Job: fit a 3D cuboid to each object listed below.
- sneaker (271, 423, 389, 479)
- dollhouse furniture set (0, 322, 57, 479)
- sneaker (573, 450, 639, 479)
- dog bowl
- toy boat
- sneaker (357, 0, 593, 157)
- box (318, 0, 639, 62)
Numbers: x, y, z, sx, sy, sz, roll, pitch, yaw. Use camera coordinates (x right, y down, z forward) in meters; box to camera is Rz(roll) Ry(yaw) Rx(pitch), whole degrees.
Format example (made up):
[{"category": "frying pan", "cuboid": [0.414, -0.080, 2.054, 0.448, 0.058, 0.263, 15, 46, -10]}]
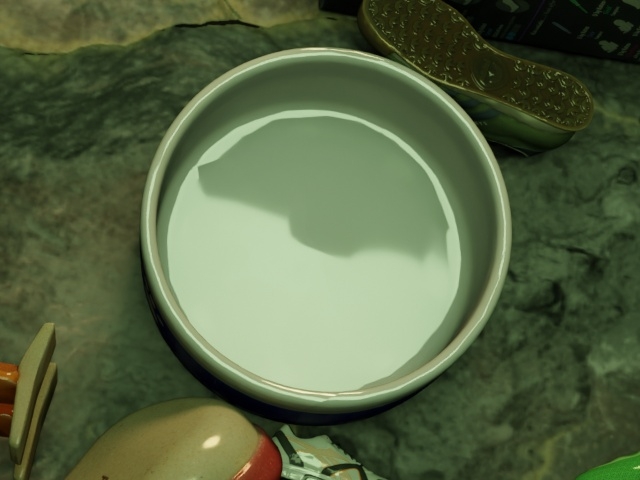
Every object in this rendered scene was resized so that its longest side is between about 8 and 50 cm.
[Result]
[{"category": "sneaker", "cuboid": [0.012, 0.164, 1.321, 0.109, 0.040, 0.043, 18, 72, -3]}, {"category": "dollhouse furniture set", "cuboid": [-0.315, 0.092, 1.186, 0.262, 0.259, 0.135, 11, 65, -3]}, {"category": "sneaker", "cuboid": [0.307, 0.138, 1.346, 0.295, 0.109, 0.123, -23, 57, -11]}, {"category": "dog bowl", "cuboid": [0.000, 0.000, 1.329, 0.265, 0.104, 0.265, 2, 75, -7]}, {"category": "toy boat", "cuboid": [-0.110, 0.223, 1.256, 0.231, 0.151, 0.151, -50, 116, -15]}, {"category": "sneaker", "cuboid": [0.105, -0.118, 1.380, 0.192, 0.086, 0.064, 27, 64, -5]}, {"category": "box", "cuboid": [0.147, -0.253, 1.393, 0.270, 0.143, 0.165, 9, 74, -4]}]
